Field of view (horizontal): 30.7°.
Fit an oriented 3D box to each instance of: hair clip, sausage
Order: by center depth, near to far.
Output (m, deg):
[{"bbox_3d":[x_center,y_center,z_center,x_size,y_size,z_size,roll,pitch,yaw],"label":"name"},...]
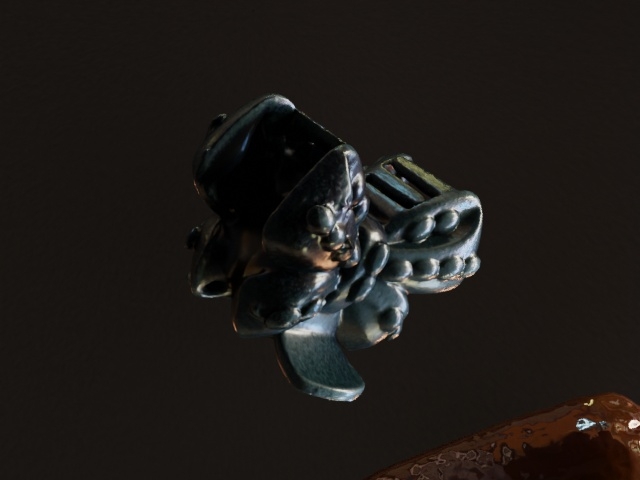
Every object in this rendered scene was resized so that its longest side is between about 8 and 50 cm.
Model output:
[{"bbox_3d":[0.020,0.171,0.579,0.348,0.094,0.097,-23,-109,8],"label":"sausage"},{"bbox_3d":[-0.001,0.006,1.017,0.194,0.310,0.206,35,-80,34],"label":"hair clip"}]
